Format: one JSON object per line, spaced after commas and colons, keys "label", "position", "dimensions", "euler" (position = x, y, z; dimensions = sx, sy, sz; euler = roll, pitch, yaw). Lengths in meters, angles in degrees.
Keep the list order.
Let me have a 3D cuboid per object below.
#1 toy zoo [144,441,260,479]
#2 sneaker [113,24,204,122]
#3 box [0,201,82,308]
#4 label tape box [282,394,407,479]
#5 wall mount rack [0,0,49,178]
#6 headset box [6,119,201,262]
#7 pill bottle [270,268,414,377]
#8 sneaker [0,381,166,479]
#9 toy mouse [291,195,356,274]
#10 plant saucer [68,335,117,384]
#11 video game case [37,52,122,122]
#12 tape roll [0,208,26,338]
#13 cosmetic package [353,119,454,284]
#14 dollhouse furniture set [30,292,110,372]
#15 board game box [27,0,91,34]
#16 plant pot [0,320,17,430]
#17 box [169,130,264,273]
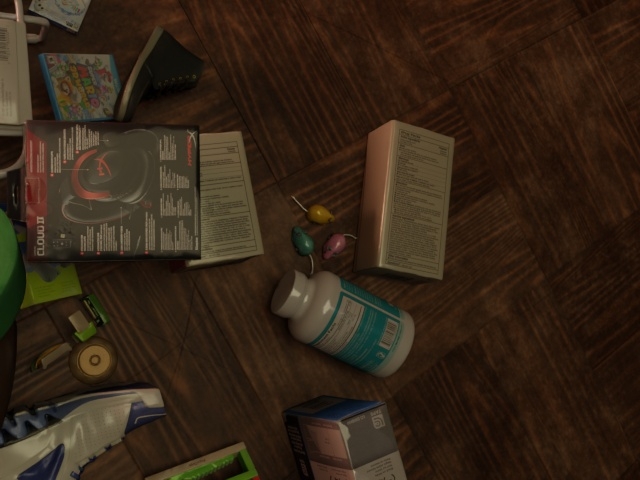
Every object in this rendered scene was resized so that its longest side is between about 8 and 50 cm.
{"label": "toy zoo", "position": [-0.160, 0.505, 1.258], "dimensions": [0.192, 0.030, 0.293], "euler": [-14, 56, -29]}
{"label": "sneaker", "position": [-0.290, -0.287, 1.361], "dimensions": [0.118, 0.083, 0.222], "euler": [29, 58, -20]}
{"label": "box", "position": [-0.470, 0.016, 1.239], "dimensions": [0.109, 0.042, 0.178], "euler": [-14, 87, -62]}
{"label": "label tape box", "position": [0.064, 0.459, 1.339], "dimensions": [0.106, 0.240, 0.334], "euler": [-16, 89, -27]}
{"label": "wall mount rack", "position": [-0.597, -0.262, 1.209], "dimensions": [0.304, 0.130, 0.350], "euler": [-2, 82, -29]}
{"label": "headset box", "position": [-0.341, -0.074, 1.179], "dimensions": [0.293, 0.110, 0.218], "euler": [-1, 89, -16]}
{"label": "pill bottle", "position": [0.039, 0.152, 1.430], "dimensions": [0.264, 0.146, 0.146], "euler": [29, 71, -19]}
{"label": "sneaker", "position": [-0.407, 0.345, 1.209], "dimensions": [0.315, 0.127, 0.182], "euler": [-11, 90, -20]}
{"label": "toy mouse", "position": [0.000, 0.000, 1.499], "dimensions": [0.161, 0.031, 0.143], "euler": [20, 74, -22]}
{"label": "plant saucer", "position": [-0.392, 0.208, 1.288], "dimensions": [0.083, 0.015, 0.083], "euler": [4, 80, -25]}
{"label": "video game case", "position": [-0.409, -0.266, 1.298], "dimensions": [0.166, 0.015, 0.119], "euler": [-24, 101, -60]}
{"label": "tape roll", "position": [-0.577, 0.054, 1.018], "dimensions": [0.321, 0.077, 0.321], "euler": [5, 47, -5]}
{"label": "cosmetic package", "position": [0.175, -0.075, 1.550], "dimensions": [0.160, 0.113, 0.309], "euler": [13, 76, -23]}
{"label": "dollhouse furniture set", "position": [-0.430, 0.153, 1.246], "dimensions": [0.151, 0.076, 0.059], "euler": [-38, 101, -36]}
{"label": "board game box", "position": [-0.469, -0.433, 1.349], "dimensions": [0.090, 0.020, 0.090], "euler": [23, 73, -21]}
{"label": "plant pot", "position": [-0.531, 0.210, 1.055], "dimensions": [0.215, 0.230, 0.215], "euler": [-15, 128, -20]}
{"label": "box", "position": [-0.209, -0.068, 1.356], "dimensions": [0.148, 0.127, 0.232], "euler": [-9, 86, -25]}
